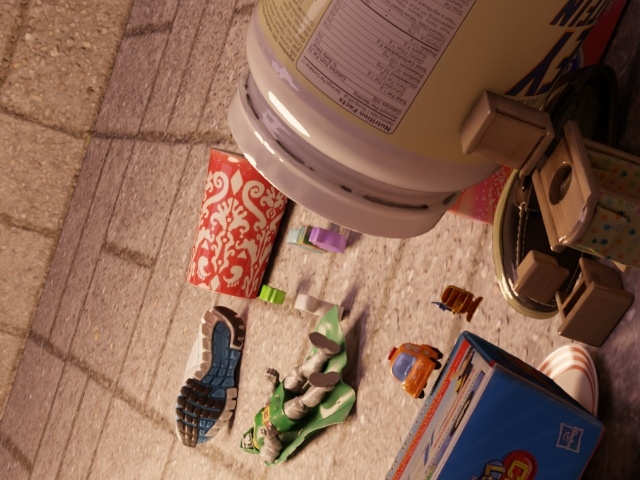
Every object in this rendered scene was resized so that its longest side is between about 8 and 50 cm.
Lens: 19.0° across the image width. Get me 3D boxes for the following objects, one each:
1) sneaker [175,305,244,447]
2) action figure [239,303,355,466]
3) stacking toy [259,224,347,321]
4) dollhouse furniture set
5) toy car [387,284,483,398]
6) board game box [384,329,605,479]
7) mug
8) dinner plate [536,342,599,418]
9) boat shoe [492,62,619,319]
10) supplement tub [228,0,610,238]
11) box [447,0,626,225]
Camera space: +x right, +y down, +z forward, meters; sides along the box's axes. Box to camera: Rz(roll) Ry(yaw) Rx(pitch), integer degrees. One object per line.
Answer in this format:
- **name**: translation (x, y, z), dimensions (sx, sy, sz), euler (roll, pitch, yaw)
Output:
- **sneaker**: translation (-0.141, 0.180, 2.367), dimensions (0.083, 0.071, 0.191), euler (122, 166, -53)
- **action figure**: translation (-0.034, 0.180, 2.061), dimensions (0.232, 0.063, 0.137), euler (126, 151, -52)
- **stacking toy**: translation (0.000, 0.000, 2.147), dimensions (0.221, 0.052, 0.167), euler (-175, 104, -73)
- **dollhouse furniture set**: translation (0.171, 0.005, 1.427), dimensions (0.101, 0.182, 0.161), euler (-97, 31, -51)
- **toy car**: translation (0.088, 0.071, 1.505), dimensions (0.122, 0.040, 0.060), euler (-63, 0, 31)
- **board game box**: translation (0.079, 0.228, 1.377), dimensions (0.308, 0.086, 0.302), euler (-62, 0, 2)
- **mug**: translation (-0.091, -0.018, 2.378), dimensions (0.113, 0.150, 0.169), euler (17, 94, 36)
- **dinner plate**: translation (0.187, 0.150, 1.511), dimensions (0.141, 0.017, 0.141), euler (-54, 26, 42)
- **boat shoe**: translation (0.197, -0.047, 1.564), dimensions (0.073, 0.080, 0.224), euler (135, 152, -64)
- **supplement tub**: translation (0.085, -0.186, 1.479), dimensions (0.325, 0.235, 0.235), euler (-59, 22, 30)
- **box**: translation (0.156, -0.179, 1.705), dimensions (0.154, 0.142, 0.300), euler (-123, 54, -67)
